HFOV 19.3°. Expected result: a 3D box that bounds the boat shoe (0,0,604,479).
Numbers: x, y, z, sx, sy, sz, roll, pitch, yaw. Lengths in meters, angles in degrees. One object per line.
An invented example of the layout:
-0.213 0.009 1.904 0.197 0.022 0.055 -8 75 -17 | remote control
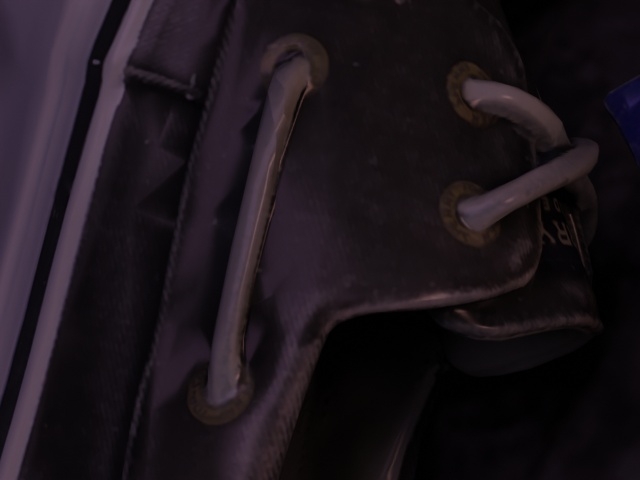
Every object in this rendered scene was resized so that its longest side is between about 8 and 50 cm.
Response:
0.000 0.000 0.363 0.119 0.121 0.335 17 88 21 | boat shoe

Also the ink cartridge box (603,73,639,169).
0.159 0.011 0.261 0.223 0.045 0.224 -36 64 29 | ink cartridge box
